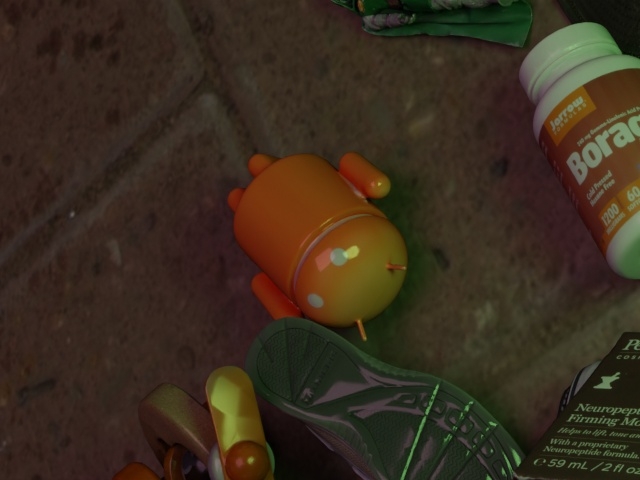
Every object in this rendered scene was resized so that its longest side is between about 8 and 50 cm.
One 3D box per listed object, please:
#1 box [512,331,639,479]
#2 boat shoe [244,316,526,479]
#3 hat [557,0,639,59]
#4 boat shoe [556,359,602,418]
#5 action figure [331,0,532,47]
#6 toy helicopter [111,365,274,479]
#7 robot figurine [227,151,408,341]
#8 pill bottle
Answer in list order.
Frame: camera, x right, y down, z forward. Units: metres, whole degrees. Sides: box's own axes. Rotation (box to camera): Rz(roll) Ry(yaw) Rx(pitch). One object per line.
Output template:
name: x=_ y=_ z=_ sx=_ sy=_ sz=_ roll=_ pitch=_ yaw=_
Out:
box: x=0.285 y=0.196 z=1.522 sx=0.168 sy=0.203 sz=0.167 roll=0 pitch=122 yaw=39
boat shoe: x=0.072 y=0.179 z=1.820 sx=0.320 sy=0.103 sz=0.118 roll=27 pitch=81 yaw=27
hat: x=0.289 y=-0.327 z=1.716 sx=0.331 sy=0.134 sz=0.331 roll=-10 pitch=74 yaw=38
boat shoe: x=0.205 y=0.267 z=1.668 sx=0.119 sy=0.121 sz=0.335 roll=4 pitch=86 yaw=37
action figure: x=0.100 y=-0.250 z=1.914 sx=0.232 sy=0.063 sz=0.137 roll=-2 pitch=83 yaw=44
toy helicopter: x=-0.046 y=0.266 z=1.846 sx=0.355 sy=0.140 sz=0.235 roll=44 pitch=154 yaw=19
robot figurine: x=0.001 y=-0.002 z=1.898 sx=0.158 sy=0.128 sz=0.219 roll=-34 pitch=52 yaw=-14
pill bottle: x=0.260 y=-0.082 z=1.694 sx=0.121 sy=0.121 sz=0.216 roll=-43 pitch=56 yaw=26
